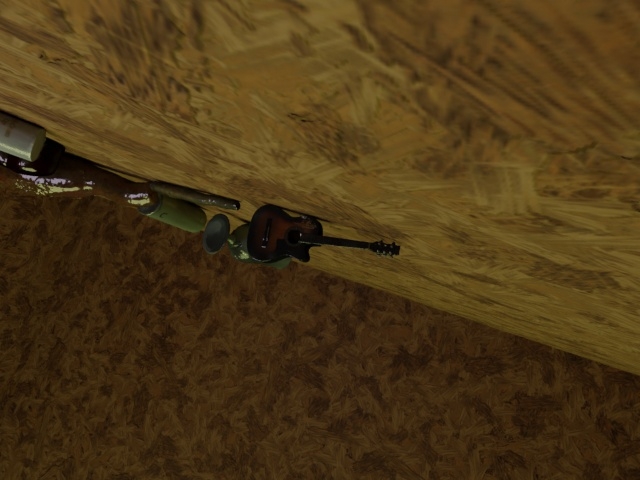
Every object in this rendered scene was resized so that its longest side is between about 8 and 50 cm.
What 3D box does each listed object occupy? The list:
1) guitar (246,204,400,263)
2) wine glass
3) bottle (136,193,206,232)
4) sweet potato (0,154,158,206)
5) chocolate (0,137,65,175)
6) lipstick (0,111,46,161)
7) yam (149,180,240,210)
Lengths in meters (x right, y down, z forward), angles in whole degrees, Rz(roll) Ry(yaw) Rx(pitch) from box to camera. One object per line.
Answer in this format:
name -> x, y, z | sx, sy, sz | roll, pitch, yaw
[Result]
guitar -> 0.000, 0.000, 0.624 | 0.233, 0.088, 0.025 | 7, 170, 18
wine glass -> -0.179, 0.011, 1.097 | 0.103, 0.103, 0.231 | 14, 175, 41
bottle -> -0.363, -0.073, 1.054 | 0.072, 0.072, 0.201 | 17, 174, 18
sweet potato -> -0.537, -0.134, 0.934 | 0.385, 0.109, 0.109 | 12, 174, 0
chocolate -> -0.574, -0.167, 0.823 | 0.149, 0.080, 0.125 | 17, 174, 2
lipstick -> -0.562, -0.195, 0.631 | 0.264, 0.059, 0.059 | 20, 174, -22
yam -> -0.241, -0.086, 0.795 | 0.234, 0.029, 0.027 | 14, -161, 30
